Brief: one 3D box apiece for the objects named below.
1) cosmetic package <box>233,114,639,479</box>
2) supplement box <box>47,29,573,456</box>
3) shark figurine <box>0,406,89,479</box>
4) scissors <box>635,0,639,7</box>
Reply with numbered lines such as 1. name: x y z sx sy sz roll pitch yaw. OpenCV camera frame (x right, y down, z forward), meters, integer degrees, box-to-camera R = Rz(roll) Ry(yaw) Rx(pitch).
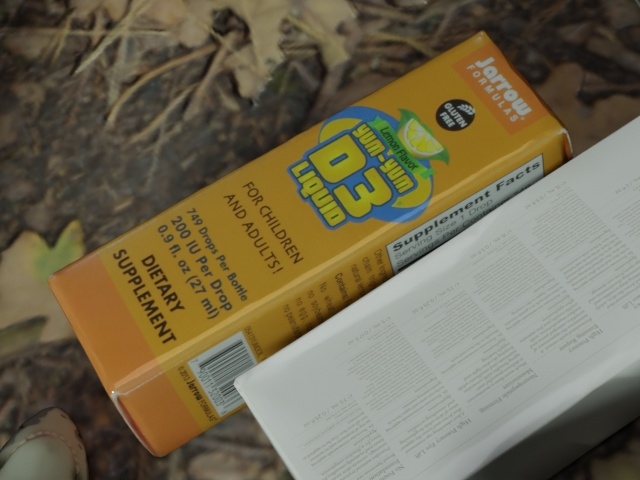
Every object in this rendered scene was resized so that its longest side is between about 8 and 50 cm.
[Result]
1. cosmetic package: 0.092 0.042 0.597 0.239 0.060 0.099 -32 54 -8
2. supplement box: 0.000 0.000 0.638 0.233 0.080 0.078 -30 58 -9
3. shark figurine: -0.199 0.170 0.543 0.278 0.116 0.166 -9 49 -36
4. scissors: 0.147 -0.174 0.751 0.109 0.021 0.297 -6 58 7
